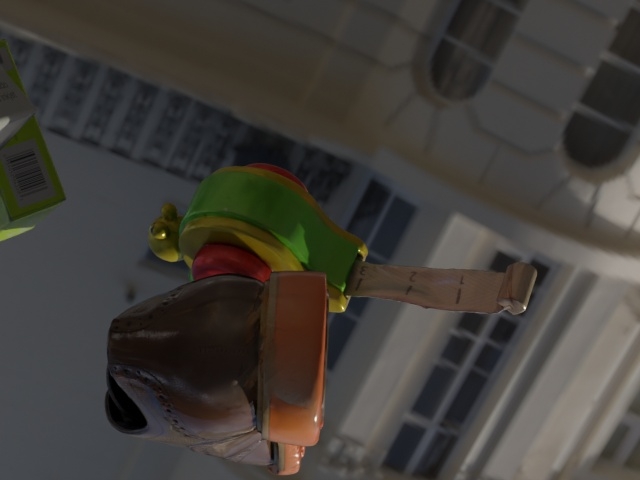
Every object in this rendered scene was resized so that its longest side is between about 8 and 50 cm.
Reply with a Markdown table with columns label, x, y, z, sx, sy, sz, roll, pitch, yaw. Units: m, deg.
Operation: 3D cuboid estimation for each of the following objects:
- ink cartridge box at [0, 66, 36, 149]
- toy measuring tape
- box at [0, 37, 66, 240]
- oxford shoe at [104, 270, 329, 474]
| label | x | y | z | sx | sy | sz | roll | pitch | yaw |
| --- | --- | --- | --- | --- | --- | --- | --- | --- | --- |
| ink cartridge box | -0.260 | -0.102 | 0.666 | 0.208 | 0.087 | 0.153 | 49 | -155 | 2 |
| toy measuring tape | 0.000 | 0.000 | 1.110 | 0.330 | 0.121 | 0.121 | 5 | -170 | 26 |
| box | -0.216 | -0.058 | 0.926 | 0.042 | 0.109 | 0.178 | -21 | -178 | -20 |
| oxford shoe | -0.069 | 0.080 | 0.917 | 0.132 | 0.130 | 0.364 | 3 | 166 | -3 |
